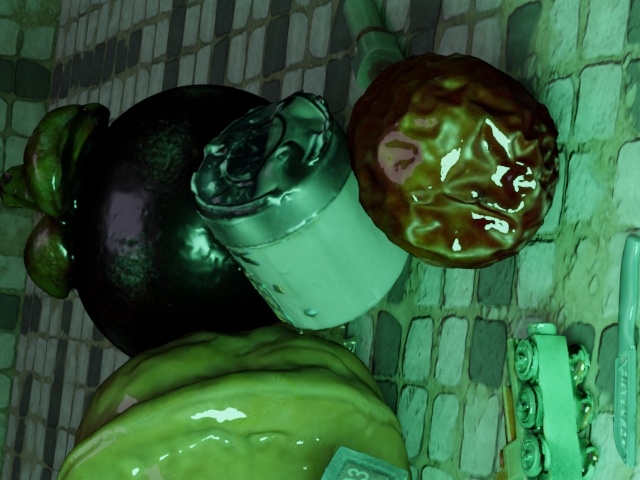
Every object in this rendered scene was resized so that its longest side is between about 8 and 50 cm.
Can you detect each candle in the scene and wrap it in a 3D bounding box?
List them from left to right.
[{"bbox_3d":[0.000,0.000,1.983,0.187,0.330,0.187,-21,40,18],"label":"candle"}]

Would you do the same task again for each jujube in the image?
[{"bbox_3d":[0.122,-0.094,1.813,0.342,0.216,0.216,-108,30,-75],"label":"jujube"}]

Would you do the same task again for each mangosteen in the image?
[{"bbox_3d":[-0.190,-0.038,2.237,0.382,0.435,0.382,-61,-2,-4],"label":"mangosteen"}]

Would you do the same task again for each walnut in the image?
[{"bbox_3d":[-0.086,0.260,1.953,0.383,0.383,0.384,-172,90,-68],"label":"walnut"}]

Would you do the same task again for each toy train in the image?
[{"bbox_3d":[0.204,0.170,1.678,0.118,0.074,0.176,131,139,-59],"label":"toy train"}]

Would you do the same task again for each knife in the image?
[{"bbox_3d":[0.275,0.098,1.600,0.028,0.015,0.210,-13,71,60],"label":"knife"}]

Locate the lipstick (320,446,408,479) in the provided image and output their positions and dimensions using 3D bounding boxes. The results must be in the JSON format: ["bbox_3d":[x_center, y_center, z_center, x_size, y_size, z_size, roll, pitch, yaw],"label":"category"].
[{"bbox_3d":[0.002,0.375,1.762,0.080,0.076,0.371,-57,-16,-57],"label":"lipstick"}]

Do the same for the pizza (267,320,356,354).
[{"bbox_3d":[-0.022,0.190,2.146,0.195,0.185,0.052,68,165,-14],"label":"pizza"}]

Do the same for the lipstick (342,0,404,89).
[{"bbox_3d":[0.055,-0.262,2.212,0.186,0.057,0.063,-106,32,-50],"label":"lipstick"}]
